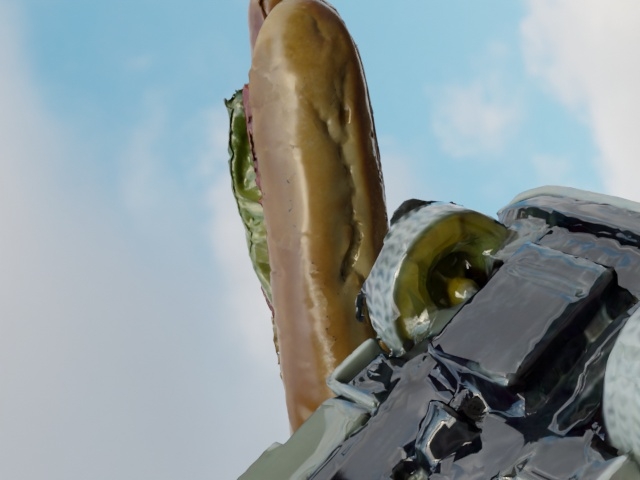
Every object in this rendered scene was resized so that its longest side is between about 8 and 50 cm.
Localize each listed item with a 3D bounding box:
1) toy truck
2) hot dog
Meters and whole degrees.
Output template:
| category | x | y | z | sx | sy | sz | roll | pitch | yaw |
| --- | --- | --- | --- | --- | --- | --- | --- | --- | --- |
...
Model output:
| category | x | y | z | sx | sy | sz | roll | pitch | yaw |
| --- | --- | --- | --- | --- | --- | --- | --- | --- | --- |
| toy truck | 0.013 | 0.098 | 0.340 | 0.227 | 0.098 | 0.114 | -45 | -57 | -16 |
| hot dog | 0.000 | 0.000 | 0.700 | 0.092 | 0.062 | 0.235 | -14 | -84 | -83 |
